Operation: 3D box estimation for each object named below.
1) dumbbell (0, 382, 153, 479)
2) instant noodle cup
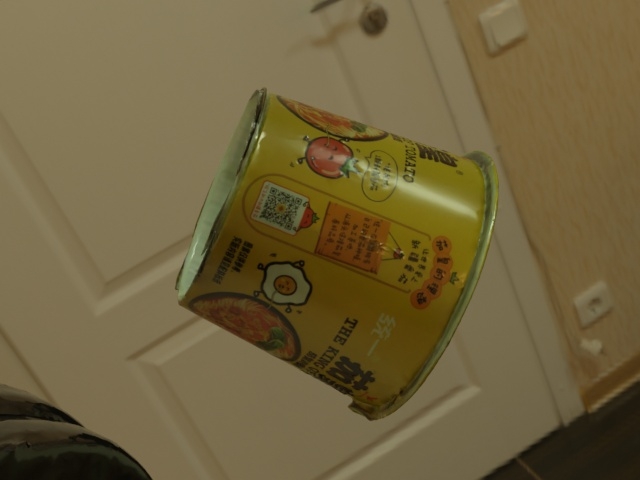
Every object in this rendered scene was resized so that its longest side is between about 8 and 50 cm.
[{"bbox_3d":[-0.046,0.158,0.286,0.388,0.185,0.185,12,44,31],"label":"dumbbell"},{"bbox_3d":[0.000,0.000,0.579,0.182,0.144,0.182,-157,90,-78],"label":"instant noodle cup"}]
